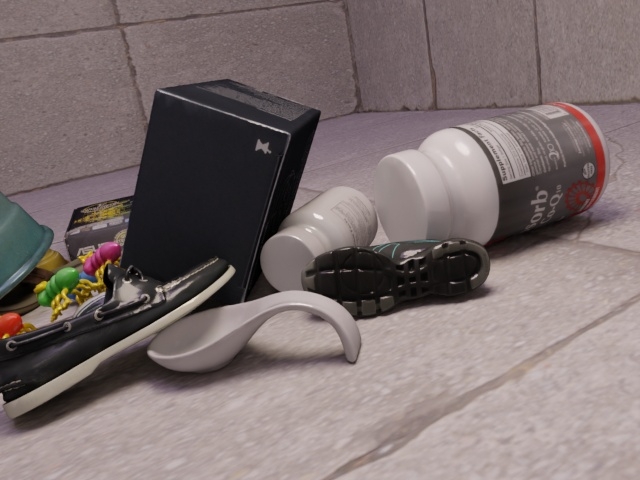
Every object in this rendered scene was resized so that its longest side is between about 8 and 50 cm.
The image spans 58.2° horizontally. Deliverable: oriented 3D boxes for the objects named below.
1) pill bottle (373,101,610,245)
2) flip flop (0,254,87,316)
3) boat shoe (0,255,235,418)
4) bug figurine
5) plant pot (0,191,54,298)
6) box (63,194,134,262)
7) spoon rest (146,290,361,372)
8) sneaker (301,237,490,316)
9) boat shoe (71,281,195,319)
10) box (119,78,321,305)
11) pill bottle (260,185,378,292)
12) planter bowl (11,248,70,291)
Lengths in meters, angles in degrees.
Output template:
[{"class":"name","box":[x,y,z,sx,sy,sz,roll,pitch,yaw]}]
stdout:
[{"class":"pill bottle","box":[0.288,-0.102,0.990,0.362,0.210,0.210,-17,18,-19]},{"class":"flip flop","box":[-0.560,0.076,1.125,0.112,0.080,0.277,2,23,35]},{"class":"boat shoe","box":[-0.272,0.089,0.766,0.340,0.113,0.127,-33,5,-26]},{"class":"bug figurine","box":[-0.425,0.086,0.952,0.216,0.072,0.279,-34,6,23]},{"class":"plant pot","box":[-0.729,-0.042,1.016,0.340,0.334,0.341,-20,32,13]},{"class":"box","box":[-0.411,-0.052,1.431,0.394,0.097,0.318,-14,21,-14]},{"class":"spoon rest","box":[-0.090,0.113,0.734,0.276,0.084,0.137,-5,17,13]},{"class":"sneaker","box":[0.105,0.051,0.839,0.267,0.101,0.106,-4,3,-1]},{"class":"boat shoe","box":[-0.287,0.109,0.891,0.183,0.065,0.083,-18,18,-24]},{"class":"box","box":[-0.157,-0.110,1.035,0.211,0.294,0.395,19,18,0]},{"class":"pill bottle","box":[0.000,0.000,0.961,0.131,0.131,0.229,-1,19,27]},{"class":"planter bowl","box":[-0.692,0.042,1.301,0.217,0.091,0.217,-10,17,3]}]
